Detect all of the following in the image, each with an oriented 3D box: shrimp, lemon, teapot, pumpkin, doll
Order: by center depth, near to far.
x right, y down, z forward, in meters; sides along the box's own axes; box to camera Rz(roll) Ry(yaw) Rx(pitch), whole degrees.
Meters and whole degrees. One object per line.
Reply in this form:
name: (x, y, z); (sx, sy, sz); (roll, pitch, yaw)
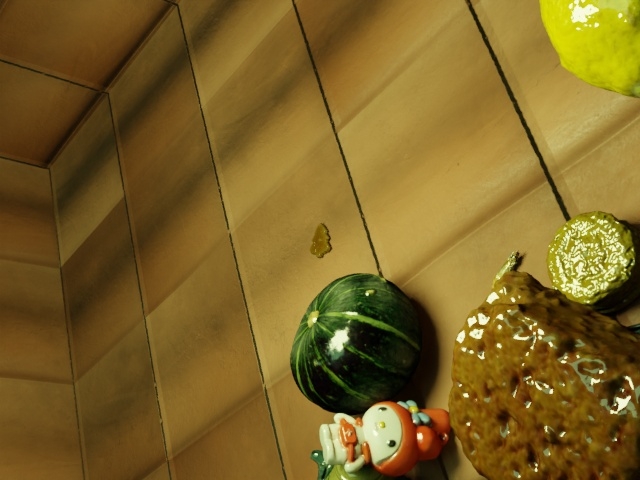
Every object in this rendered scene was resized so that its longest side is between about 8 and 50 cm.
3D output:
lemon: (0.559, -0.420, 1.598); (0.350, 0.350, 0.387); (-25, 62, 43)
shrimp: (0.400, 0.080, 1.897); (0.083, 0.023, 0.114); (44, 119, 43)
doll: (0.146, 0.411, 1.908); (0.129, 0.290, 0.161); (101, 160, -45)
teapot: (0.101, 0.519, 1.995); (0.270, 0.173, 0.182); (14, 131, 24)
pumpkin: (0.076, 0.227, 2.040); (0.323, 0.241, 0.323); (-44, 31, 34)

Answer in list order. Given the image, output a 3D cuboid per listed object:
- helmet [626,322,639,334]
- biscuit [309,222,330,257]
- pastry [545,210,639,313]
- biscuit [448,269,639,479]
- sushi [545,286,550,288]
helmet: (0.576, 0.241, 1.515); (0.305, 0.177, 0.225); (-31, 72, 49)
biscuit: (0.000, 0.000, 2.390); (0.082, 0.016, 0.092); (-15, 67, 52)
pastry: (0.519, 0.040, 1.705); (0.189, 0.103, 0.188); (-16, 68, 45)
biscuit: (0.391, 0.276, 1.486); (0.395, 0.166, 0.342); (29, 123, 43)
sushi: (0.392, 0.219, 1.750); (0.274, 0.184, 0.139); (-61, 38, 27)
